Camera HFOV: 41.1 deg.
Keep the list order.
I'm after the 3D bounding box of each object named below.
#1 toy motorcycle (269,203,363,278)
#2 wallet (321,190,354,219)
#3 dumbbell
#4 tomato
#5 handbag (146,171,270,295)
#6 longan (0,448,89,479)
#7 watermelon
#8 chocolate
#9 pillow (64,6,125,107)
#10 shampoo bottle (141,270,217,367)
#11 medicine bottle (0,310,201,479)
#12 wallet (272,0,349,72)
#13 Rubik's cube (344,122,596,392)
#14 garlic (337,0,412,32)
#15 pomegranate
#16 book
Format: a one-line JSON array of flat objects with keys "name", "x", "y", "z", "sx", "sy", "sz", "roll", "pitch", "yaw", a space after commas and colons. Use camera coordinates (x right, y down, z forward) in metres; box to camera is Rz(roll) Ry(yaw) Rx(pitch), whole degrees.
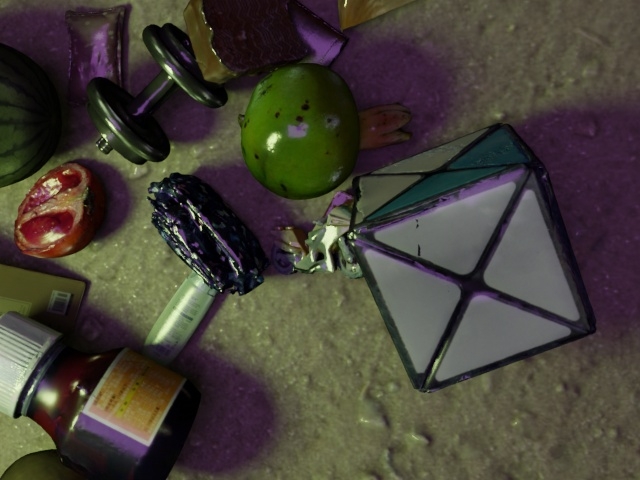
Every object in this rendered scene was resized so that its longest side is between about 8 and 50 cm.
[{"name": "toy motorcycle", "x": 0.000, "y": 0.000, "z": 1.519, "sx": 0.229, "sy": 0.094, "sz": 0.130, "roll": 1, "pitch": 99, "yaw": 41}, {"name": "wallet", "x": 0.089, "y": -0.015, "z": 1.560, "sx": 0.176, "sy": 0.026, "sz": 0.095, "roll": 29, "pitch": 104, "yaw": 4}, {"name": "dumbbell", "x": -0.286, "y": -0.259, "z": 1.501, "sx": 0.290, "sy": 0.192, "sz": 0.192, "roll": -42, "pitch": 89, "yaw": 11}, {"name": "tomato", "x": -0.478, "y": -0.040, "z": 1.602, "sx": 0.173, "sy": 0.099, "sz": 0.189, "roll": -12, "pitch": 54, "yaw": 23}, {"name": "handbag", "x": -0.204, "y": -0.011, "z": 1.532, "sx": 0.113, "sy": 0.162, "sz": 0.260, "roll": -40, "pitch": 93, "yaw": 8}, {"name": "longan", "x": -0.487, "y": 0.497, "z": 1.588, "sx": 0.246, "sy": 0.246, "sz": 0.215, "roll": 16, "pitch": 104, "yaw": 6}, {"name": "watermelon", "x": -0.641, "y": -0.220, "z": 1.509, "sx": 0.359, "sy": 0.279, "sz": 0.279, "roll": -3, "pitch": 95, "yaw": 6}, {"name": "chocolate", "x": -0.133, "y": -0.343, "z": 1.432, "sx": 0.093, "sy": 0.214, "sz": 0.148, "roll": -20, "pitch": 91, "yaw": 46}, {"name": "pillow", "x": -0.419, "y": -0.340, "z": 1.584, "sx": 0.118, "sy": 0.043, "sz": 0.185, "roll": 1, "pitch": 96, "yaw": 5}, {"name": "shampoo bottle", "x": -0.262, "y": 0.146, "z": 1.612, "sx": 0.072, "sy": 0.049, "sz": 0.212, "roll": 36, "pitch": 100, "yaw": 3}, {"name": "medicine bottle", "x": -0.427, "y": 0.281, "z": 1.529, "sx": 0.395, "sy": 0.242, "sz": 0.242, "roll": 30, "pitch": 99, "yaw": -6}, {"name": "wallet", "x": -0.087, "y": -0.385, "z": 1.542, "sx": 0.255, "sy": 0.031, "sz": 0.137, "roll": 39, "pitch": 101, "yaw": 3}, {"name": "Rubik's cube", "x": 0.237, "y": 0.013, "z": 1.379, "sx": 0.305, "sy": 0.307, "sz": 0.310, "roll": -22, "pitch": 106, "yaw": 12}, {"name": "garlic", "x": 0.106, "y": -0.448, "z": 1.486, "sx": 0.195, "sy": 0.087, "sz": 0.101, "roll": -24, "pitch": 106, "yaw": 6}, {"name": "pomegranate", "x": 0.010, "y": -0.183, "z": 1.464, "sx": 0.302, "sy": 0.236, "sz": 0.236, "roll": 0, "pitch": 96, "yaw": -12}, {"name": "book", "x": -0.622, "y": 0.142, "z": 1.598, "sx": 0.310, "sy": 0.021, "sz": 0.217, "roll": 16, "pitch": 99, "yaw": -25}]
